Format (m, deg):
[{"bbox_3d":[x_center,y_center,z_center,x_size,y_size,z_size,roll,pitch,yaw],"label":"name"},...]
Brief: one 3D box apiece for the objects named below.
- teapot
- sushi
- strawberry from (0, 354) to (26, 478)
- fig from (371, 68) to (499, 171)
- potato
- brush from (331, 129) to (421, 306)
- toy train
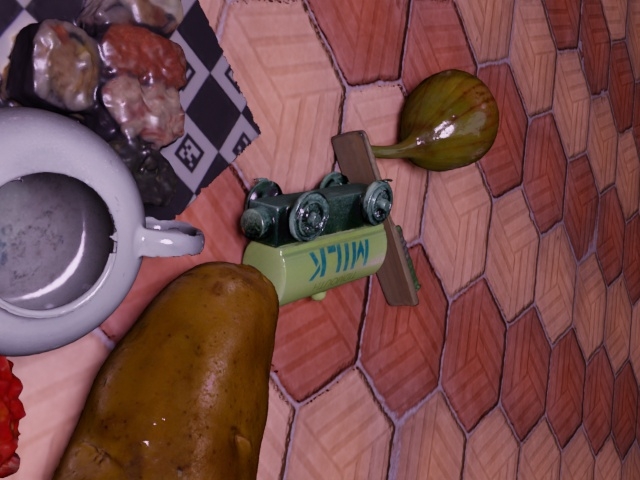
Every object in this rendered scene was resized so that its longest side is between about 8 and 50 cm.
[{"bbox_3d":[-0.225,-0.005,0.569,0.294,0.129,0.193,1,98,-36],"label":"teapot"},{"bbox_3d":[-0.183,-0.152,0.701,0.339,0.068,0.320,-51,128,-40],"label":"sushi"},{"bbox_3d":[-0.297,0.131,0.454,0.190,0.111,0.236,-43,132,-4],"label":"strawberry"},{"bbox_3d":[0.160,-0.159,1.093,0.259,0.151,0.151,-32,114,-44],"label":"fig"},{"bbox_3d":[-0.130,0.179,0.698,0.195,0.176,0.369,30,59,-19],"label":"potato"},{"bbox_3d":[0.086,-0.029,1.063,0.048,0.054,0.282,-54,130,-50],"label":"brush"},{"bbox_3d":[0.000,0.000,0.920,0.253,0.105,0.157,-15,115,-50],"label":"toy train"}]
